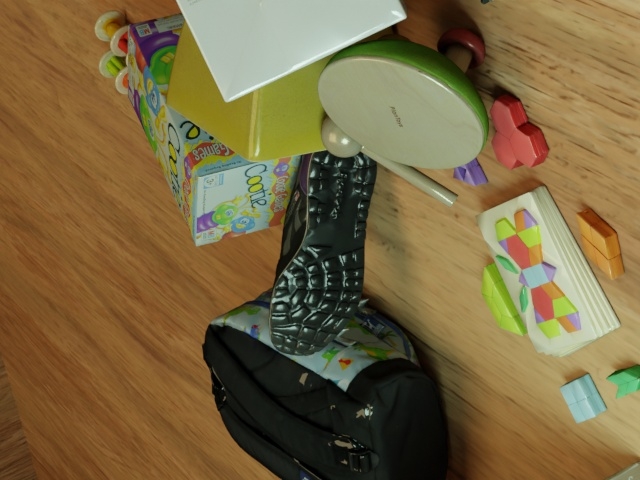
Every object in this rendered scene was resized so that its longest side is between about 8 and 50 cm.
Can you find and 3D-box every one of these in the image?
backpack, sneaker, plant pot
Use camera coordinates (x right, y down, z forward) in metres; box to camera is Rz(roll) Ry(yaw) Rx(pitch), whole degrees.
[{"bbox_3d":[0.001,0.204,2.284,0.356,0.273,0.290,16,132,33],"label":"backpack"},{"bbox_3d":[0.000,0.000,2.155,0.124,0.107,0.283,-137,62,-73],"label":"sneaker"},{"bbox_3d":[-0.036,-0.226,1.987,0.212,0.212,0.187,35,130,50],"label":"plant pot"}]

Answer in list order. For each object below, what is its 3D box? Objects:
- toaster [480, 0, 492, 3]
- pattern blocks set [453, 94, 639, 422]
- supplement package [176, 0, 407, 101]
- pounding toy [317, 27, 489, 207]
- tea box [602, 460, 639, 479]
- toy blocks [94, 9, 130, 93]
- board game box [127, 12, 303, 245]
[{"bbox_3d":[0.144,-0.316,1.564,0.227,0.146,0.129,53,154,29],"label":"toaster"},{"bbox_3d":[0.236,0.033,1.858,0.324,0.026,0.285,59,156,15],"label":"pattern blocks set"},{"bbox_3d":[-0.057,-0.304,1.774,0.145,0.204,0.261,-70,-45,-79],"label":"supplement package"},{"bbox_3d":[0.098,-0.158,1.836,0.183,0.110,0.237,23,154,5],"label":"pounding toy"},{"bbox_3d":[0.269,0.463,1.816,0.323,0.329,0.220,57,156,23],"label":"tea box"},{"bbox_3d":[-0.280,-0.261,2.637,0.148,0.054,0.123,45,148,39],"label":"toy blocks"},{"bbox_3d":[-0.142,-0.153,2.277,0.144,0.142,0.275,97,152,-51],"label":"board game box"}]
